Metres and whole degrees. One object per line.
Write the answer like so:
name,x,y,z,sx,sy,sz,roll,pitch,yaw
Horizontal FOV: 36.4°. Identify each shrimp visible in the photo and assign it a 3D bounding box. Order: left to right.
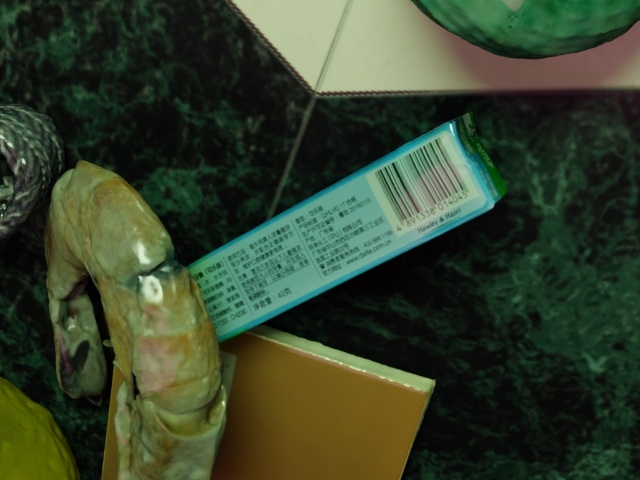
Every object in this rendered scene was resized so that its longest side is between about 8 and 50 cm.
shrimp,-0.151,0.106,0.743,0.247,0.085,0.360,33,133,44

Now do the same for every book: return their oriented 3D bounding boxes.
book,-0.071,0.225,0.869,0.263,0.028,0.374,17,123,6

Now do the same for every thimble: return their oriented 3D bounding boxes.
thimble,-0.248,-0.056,0.733,0.095,0.066,0.104,33,121,-6

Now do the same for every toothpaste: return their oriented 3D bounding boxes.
toothpaste,0.000,0.000,0.685,0.267,0.050,0.065,-28,93,27

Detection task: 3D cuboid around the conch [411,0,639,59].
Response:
conch,0.113,-0.191,0.506,0.202,0.134,0.196,1,80,23

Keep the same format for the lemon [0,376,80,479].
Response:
lemon,-0.353,0.248,0.803,0.336,0.336,0.336,8,122,12
